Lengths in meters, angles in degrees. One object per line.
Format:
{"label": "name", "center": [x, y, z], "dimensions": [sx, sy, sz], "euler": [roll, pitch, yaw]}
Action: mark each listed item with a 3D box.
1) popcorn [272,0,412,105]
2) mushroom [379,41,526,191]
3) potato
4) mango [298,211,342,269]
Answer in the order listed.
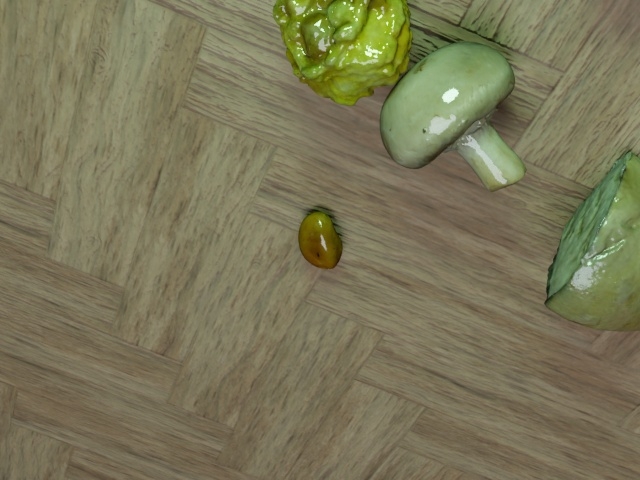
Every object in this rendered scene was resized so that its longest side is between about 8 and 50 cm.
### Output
{"label": "popcorn", "center": [0.032, -0.280, 1.258], "dimensions": [0.197, 0.155, 0.198], "euler": [3, 102, 13]}
{"label": "mushroom", "center": [0.196, -0.158, 1.303], "dimensions": [0.215, 0.207, 0.207], "euler": [50, 129, -5]}
{"label": "potato", "center": [0.501, 0.036, 1.428], "dimensions": [0.264, 0.189, 0.211], "euler": [26, 134, -10]}
{"label": "mango", "center": [0.000, 0.000, 1.628], "dimensions": [0.080, 0.060, 0.114], "euler": [18, 140, 21]}
